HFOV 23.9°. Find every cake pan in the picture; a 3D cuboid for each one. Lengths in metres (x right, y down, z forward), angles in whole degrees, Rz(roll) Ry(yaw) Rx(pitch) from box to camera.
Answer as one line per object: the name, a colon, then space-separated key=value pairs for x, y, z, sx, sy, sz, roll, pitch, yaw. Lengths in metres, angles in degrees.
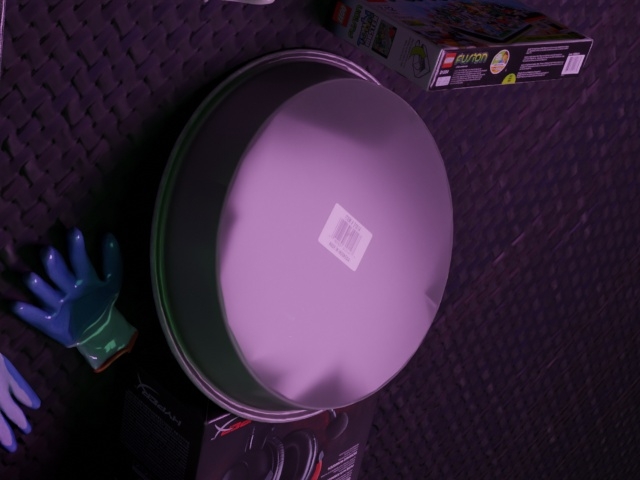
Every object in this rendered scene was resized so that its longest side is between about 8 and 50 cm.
cake pan: x=0.000 y=0.000 z=1.163 sx=0.293 sy=0.054 sz=0.293 roll=-8 pitch=101 yaw=-43

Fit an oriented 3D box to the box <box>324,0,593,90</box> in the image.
box: x=0.114 y=-0.164 z=1.205 sx=0.207 sy=0.114 sz=0.036 roll=-11 pitch=129 yaw=-47

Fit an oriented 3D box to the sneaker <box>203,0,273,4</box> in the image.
sneaker: x=-0.098 y=-0.197 z=0.901 sx=0.232 sy=0.115 sz=0.090 roll=6 pitch=116 yaw=-54

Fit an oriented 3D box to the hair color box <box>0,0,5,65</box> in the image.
hair color box: x=-0.331 y=-0.080 z=0.645 sx=0.374 sy=0.113 sz=0.185 roll=-10 pitch=128 yaw=-30

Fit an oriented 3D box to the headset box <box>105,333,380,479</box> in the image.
headset box: x=-0.072 y=0.201 z=1.314 sx=0.218 sy=0.110 sz=0.293 roll=-20 pitch=135 yaw=-41

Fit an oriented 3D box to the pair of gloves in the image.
pair of gloves: x=-0.213 y=0.082 z=1.105 sx=0.198 sy=0.023 sz=0.159 roll=-43 pitch=146 yaw=-17
